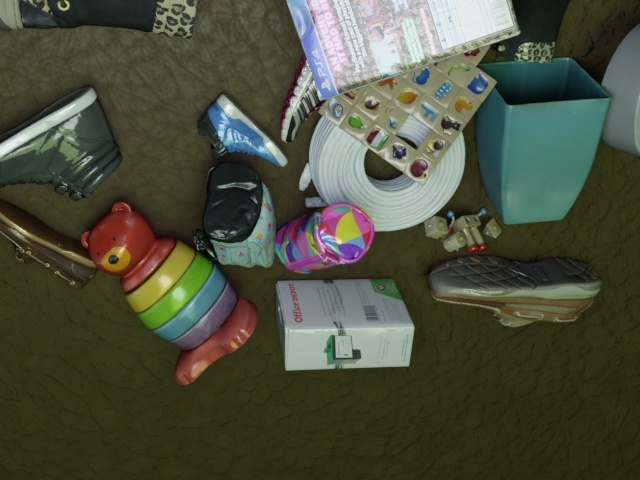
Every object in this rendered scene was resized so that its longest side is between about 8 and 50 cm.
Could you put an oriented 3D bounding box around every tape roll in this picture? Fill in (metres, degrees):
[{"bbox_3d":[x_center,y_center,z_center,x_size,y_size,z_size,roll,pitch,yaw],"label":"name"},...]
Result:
[{"bbox_3d":[0.536,-0.241,1.479,0.219,0.072,0.219,-23,127,-34],"label":"tape roll"}]

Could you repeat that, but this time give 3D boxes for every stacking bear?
[{"bbox_3d":[-0.259,0.066,1.517,0.175,0.164,0.289,-37,108,22],"label":"stacking bear"}]

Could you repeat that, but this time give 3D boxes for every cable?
[{"bbox_3d":[0.109,-0.138,1.507,0.257,0.089,0.257,7,117,-14],"label":"cable"}]

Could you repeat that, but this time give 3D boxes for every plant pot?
[{"bbox_3d":[0.346,-0.154,1.506,0.165,0.165,0.234,-6,124,-7],"label":"plant pot"}]

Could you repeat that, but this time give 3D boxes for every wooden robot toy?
[{"bbox_3d":[0.236,-0.006,1.610,0.173,0.076,0.079,-5,162,-42],"label":"wooden robot toy"}]

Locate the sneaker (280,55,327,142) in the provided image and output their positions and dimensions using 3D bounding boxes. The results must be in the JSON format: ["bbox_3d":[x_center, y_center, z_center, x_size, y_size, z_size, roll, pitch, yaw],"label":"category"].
[{"bbox_3d":[-0.010,-0.225,1.451,0.075,0.063,0.170,19,109,-13],"label":"sneaker"}]

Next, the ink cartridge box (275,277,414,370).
[{"bbox_3d":[0.036,0.143,1.609,0.219,0.160,0.092,-1,119,-9],"label":"ink cartridge box"}]

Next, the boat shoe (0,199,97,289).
[{"bbox_3d":[-0.456,0.012,1.496,0.207,0.073,0.073,35,105,-25],"label":"boat shoe"}]

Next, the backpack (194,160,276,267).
[{"bbox_3d":[-0.129,-0.023,1.476,0.115,0.152,0.182,11,155,8],"label":"backpack"}]

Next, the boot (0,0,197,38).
[{"bbox_3d":[-0.290,-0.444,1.236,0.284,0.138,0.377,6,121,-12],"label":"boot"}]

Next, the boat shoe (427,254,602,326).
[{"bbox_3d":[0.349,0.104,1.670,0.324,0.123,0.116,3,120,-10],"label":"boat shoe"}]

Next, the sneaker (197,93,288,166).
[{"bbox_3d":[-0.129,-0.153,1.471,0.084,0.058,0.152,-44,113,8],"label":"sneaker"}]

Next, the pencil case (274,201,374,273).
[{"bbox_3d":[0.000,0.000,1.482,0.104,0.236,0.104,2,83,-18],"label":"pencil case"}]

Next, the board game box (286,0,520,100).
[{"bbox_3d":[0.103,-0.359,1.292,0.291,0.141,0.232,-16,105,12],"label":"board game box"}]

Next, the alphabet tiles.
[{"bbox_3d":[0.144,-0.236,1.416,0.198,0.009,0.237,36,90,2],"label":"alphabet tiles"}]

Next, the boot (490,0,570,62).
[{"bbox_3d":[0.280,-0.370,1.415,0.236,0.085,0.178,5,121,-11],"label":"boot"}]

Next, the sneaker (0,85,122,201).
[{"bbox_3d":[-0.438,-0.101,1.417,0.296,0.104,0.147,-29,115,1],"label":"sneaker"}]
